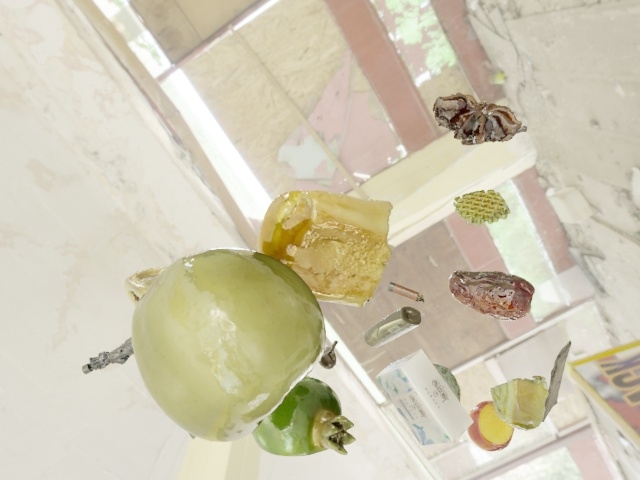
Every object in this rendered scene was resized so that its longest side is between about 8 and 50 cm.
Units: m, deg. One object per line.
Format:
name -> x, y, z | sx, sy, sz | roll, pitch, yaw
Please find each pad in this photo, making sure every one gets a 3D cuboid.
pad -> 0.744, 0.444, 1.373 | 0.174, 0.022, 0.233 | -13, -67, -46

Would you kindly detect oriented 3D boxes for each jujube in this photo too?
jujube -> 0.722, 0.223, 1.857 | 0.342, 0.216, 0.216 | 16, 171, 22

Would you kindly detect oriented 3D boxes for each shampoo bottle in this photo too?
shampoo bottle -> 0.312, 0.401, 1.966 | 0.125, 0.350, 0.084 | 18, -126, -17

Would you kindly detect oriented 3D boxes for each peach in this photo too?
peach -> 0.698, 0.753, 1.767 | 0.190, 0.192, 0.190 | 20, -150, -12

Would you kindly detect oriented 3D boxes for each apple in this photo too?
apple -> -0.219, 0.235, 1.077 | 0.474, 0.473, 0.473 | 57, -171, -14

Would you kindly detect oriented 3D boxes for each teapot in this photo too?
teapot -> 0.040, 0.402, 1.542 | 0.110, 0.085, 0.080 | -35, -77, -41

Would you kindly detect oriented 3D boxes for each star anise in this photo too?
star anise -> 0.393, -0.300, 1.107 | 0.220, 0.126, 0.190 | 35, -151, 27

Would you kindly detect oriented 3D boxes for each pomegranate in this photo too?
pomegranate -> -0.044, 0.533, 1.350 | 0.309, 0.358, 0.216 | 14, -108, -42

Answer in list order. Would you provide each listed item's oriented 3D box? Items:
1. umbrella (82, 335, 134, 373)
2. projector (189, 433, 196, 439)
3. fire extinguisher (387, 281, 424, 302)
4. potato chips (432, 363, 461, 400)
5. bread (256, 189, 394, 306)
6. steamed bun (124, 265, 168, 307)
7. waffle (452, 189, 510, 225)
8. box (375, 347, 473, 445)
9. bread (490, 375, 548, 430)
umbrella -> -0.781, 0.442, 1.637 | 0.080, 0.224, 0.071 | 57, 166, 31
projector -> -0.461, 0.674, 1.616 | 0.083, 0.082, 0.083 | 61, 161, -7
fire extinguisher -> 0.186, 0.115, 0.935 | 0.083, 0.022, 0.028 | 21, -150, 21
potato chips -> 0.474, 0.519, 1.599 | 0.167, 0.059, 0.228 | 54, -176, 19
bread -> 0.000, 0.000, 1.368 | 0.394, 0.361, 0.250 | 11, -163, -23
steamed bun -> -0.481, 0.176, 1.266 | 0.172, 0.140, 0.155 | 23, 118, 44
waffle -> 0.545, -0.113, 1.473 | 0.183, 0.169, 0.036 | -94, -9, -53
box -> 0.335, 0.525, 1.438 | 0.274, 0.116, 0.203 | 55, 149, 12
bread -> 0.466, 0.382, 1.008 | 0.156, 0.103, 0.110 | 90, 179, -60
